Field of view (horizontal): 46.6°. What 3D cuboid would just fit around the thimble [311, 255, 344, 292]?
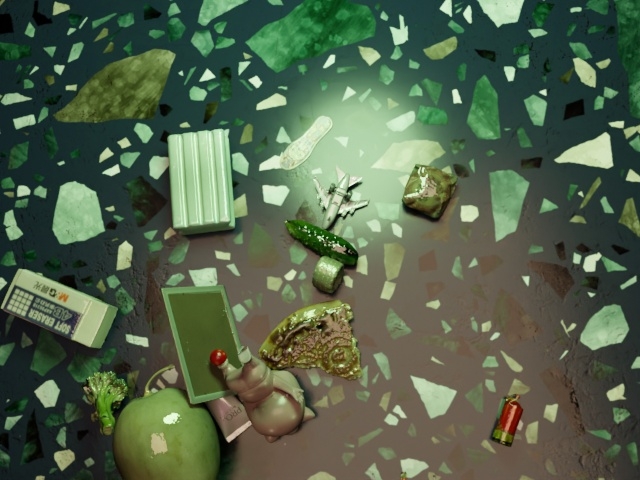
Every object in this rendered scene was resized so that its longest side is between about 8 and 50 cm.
[{"bbox_3d":[0.019,0.092,1.937,0.062,0.110,0.084,24,58,13],"label":"thimble"}]

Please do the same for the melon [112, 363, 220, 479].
[{"bbox_3d":[-0.373,0.504,1.809,0.272,0.272,0.308,-37,71,-3],"label":"melon"}]

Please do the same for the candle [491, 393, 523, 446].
[{"bbox_3d":[0.469,0.443,1.847,0.052,0.052,0.130,19,80,9],"label":"candle"}]

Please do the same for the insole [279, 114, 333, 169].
[{"bbox_3d":[-0.038,-0.271,2.070,0.065,0.004,0.197,42,85,12],"label":"insole"}]

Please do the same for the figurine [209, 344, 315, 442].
[{"bbox_3d":[-0.140,0.361,1.850,0.176,0.186,0.287,-37,112,13],"label":"figurine"}]

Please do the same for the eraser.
[{"bbox_3d":[-0.699,0.182,1.995,0.279,0.081,0.124,21,81,9],"label":"eraser"}]

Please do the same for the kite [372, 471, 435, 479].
[{"bbox_3d":[0.207,0.656,1.845,0.183,0.010,0.160,1,78,6],"label":"kite"}]

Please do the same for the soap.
[{"bbox_3d":[-0.325,-0.159,2.030,0.160,0.087,0.265,-7,77,4],"label":"soap"}]

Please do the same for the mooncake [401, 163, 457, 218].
[{"bbox_3d":[0.288,-0.133,1.977,0.125,0.073,0.129,20,82,8],"label":"mooncake"}]

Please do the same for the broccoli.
[{"bbox_3d":[-0.544,0.421,1.881,0.123,0.204,0.118,-26,121,-5],"label":"broccoli"}]

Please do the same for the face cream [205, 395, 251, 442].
[{"bbox_3d":[-0.274,0.397,1.926,0.092,0.058,0.243,-37,83,-8],"label":"face cream"}]

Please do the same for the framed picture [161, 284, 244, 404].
[{"bbox_3d":[-0.288,0.257,1.884,0.019,0.232,0.296,-26,74,31],"label":"framed picture"}]

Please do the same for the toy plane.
[{"bbox_3d":[0.045,-0.110,2.000,0.162,0.065,0.171,23,76,-1],"label":"toy plane"}]

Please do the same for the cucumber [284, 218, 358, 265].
[{"bbox_3d":[0.000,0.000,1.980,0.228,0.069,0.069,28,82,14],"label":"cucumber"}]

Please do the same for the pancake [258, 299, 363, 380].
[{"bbox_3d":[0.001,0.283,1.935,0.266,0.057,0.244,-44,86,0],"label":"pancake"}]
